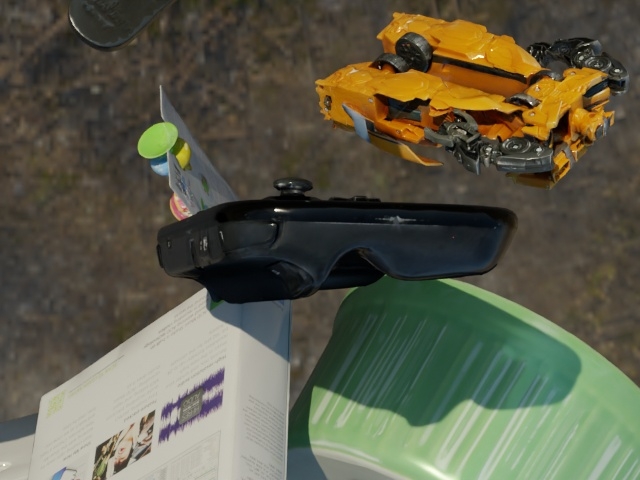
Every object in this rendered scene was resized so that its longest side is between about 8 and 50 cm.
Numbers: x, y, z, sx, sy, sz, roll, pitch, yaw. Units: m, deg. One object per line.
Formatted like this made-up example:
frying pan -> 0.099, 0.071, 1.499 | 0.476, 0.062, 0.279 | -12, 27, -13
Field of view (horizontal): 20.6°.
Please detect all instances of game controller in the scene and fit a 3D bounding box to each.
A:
game controller -> 0.000, 0.000, 1.055 | 0.166, 0.067, 0.319 | -7, 179, -13

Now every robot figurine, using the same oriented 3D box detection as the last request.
robot figurine -> 0.153, -0.135, 1.701 | 0.291, 0.211, 0.085 | 21, 140, 34

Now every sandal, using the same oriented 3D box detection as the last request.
sandal -> -0.101, -0.199, 1.199 | 0.067, 0.179, 0.040 | 38, 155, 3

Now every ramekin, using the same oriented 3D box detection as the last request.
ramekin -> 0.110, 0.176, 1.324 | 0.303, 0.148, 0.303 | 28, 154, 15

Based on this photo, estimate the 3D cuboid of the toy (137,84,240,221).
toy -> -0.121, -0.027, 1.742 | 0.056, 0.137, 0.237 | -18, 139, 9

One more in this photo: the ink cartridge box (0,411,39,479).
ink cartridge box -> -0.287, 0.322, 1.448 | 0.223, 0.129, 0.307 | -13, 111, -34

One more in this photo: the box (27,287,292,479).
box -> -0.120, 0.193, 1.206 | 0.232, 0.322, 0.058 | -33, 125, 31
